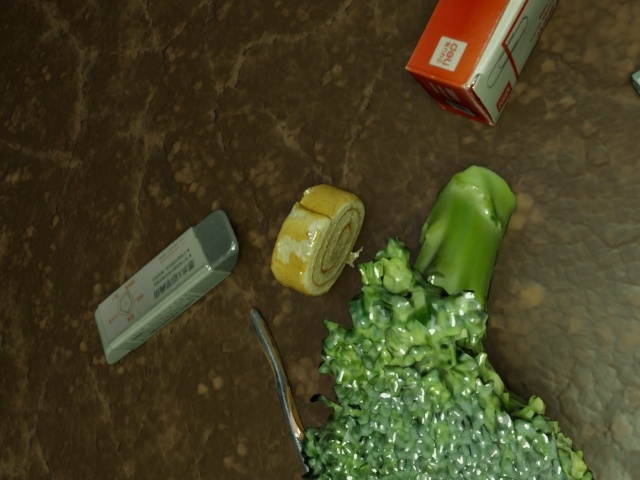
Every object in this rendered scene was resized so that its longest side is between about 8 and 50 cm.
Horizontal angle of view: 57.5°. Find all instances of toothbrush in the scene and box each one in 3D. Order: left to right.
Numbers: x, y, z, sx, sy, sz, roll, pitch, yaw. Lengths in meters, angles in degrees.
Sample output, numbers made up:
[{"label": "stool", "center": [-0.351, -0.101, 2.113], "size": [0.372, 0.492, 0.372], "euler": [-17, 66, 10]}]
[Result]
[{"label": "toothbrush", "center": [-0.039, 0.235, 0.800], "size": [0.031, 0.023, 0.321], "euler": [-32, 66, 13]}]

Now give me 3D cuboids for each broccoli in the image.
[{"label": "broccoli", "center": [0.140, 0.137, 0.603], "size": [0.274, 0.397, 0.353], "euler": [16, 116, 5]}]

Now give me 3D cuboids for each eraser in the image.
[{"label": "eraser", "center": [-0.255, 0.080, 0.938], "size": [0.352, 0.061, 0.089], "euler": [-36, 63, 19]}]

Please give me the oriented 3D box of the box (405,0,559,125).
[{"label": "box", "center": [0.200, -0.246, 0.693], "size": [0.099, 0.133, 0.182], "euler": [30, 94, 30]}]

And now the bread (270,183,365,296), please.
[{"label": "bread", "center": [0.000, 0.000, 0.767], "size": [0.073, 0.122, 0.149], "euler": [24, 94, 29]}]

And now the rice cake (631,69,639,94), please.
[{"label": "rice cake", "center": [0.414, -0.104, 0.592], "size": [0.080, 0.042, 0.222], "euler": [-29, 65, 18]}]
